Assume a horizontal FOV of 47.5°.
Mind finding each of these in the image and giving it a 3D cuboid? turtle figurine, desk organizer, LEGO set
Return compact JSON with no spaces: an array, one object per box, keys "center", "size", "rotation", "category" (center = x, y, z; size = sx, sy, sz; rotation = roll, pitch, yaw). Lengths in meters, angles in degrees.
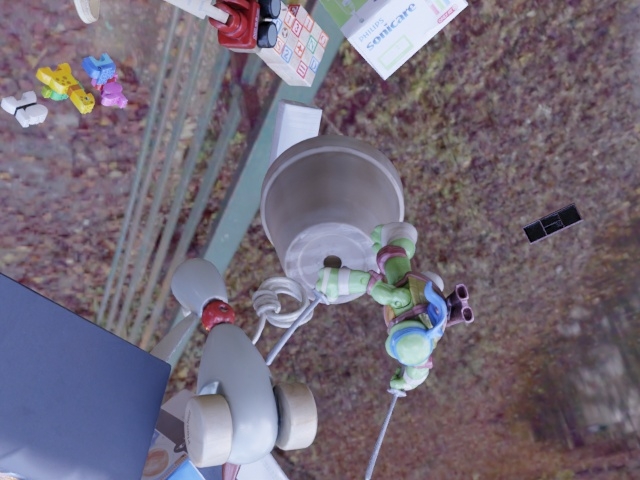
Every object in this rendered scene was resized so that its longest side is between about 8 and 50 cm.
[{"center":[0.069,0.103,0.964],"size":[0.197,0.266,0.275],"rotation":[30,118,-1],"category":"turtle figurine"},{"center":[0.531,-0.038,1.669],"size":[0.130,0.047,0.050],"rotation":[-27,173,18],"category":"desk organizer"},{"center":[-0.409,-0.248,1.241],"size":[0.227,0.093,0.087],"rotation":[-31,169,-45],"category":"LEGO set"}]

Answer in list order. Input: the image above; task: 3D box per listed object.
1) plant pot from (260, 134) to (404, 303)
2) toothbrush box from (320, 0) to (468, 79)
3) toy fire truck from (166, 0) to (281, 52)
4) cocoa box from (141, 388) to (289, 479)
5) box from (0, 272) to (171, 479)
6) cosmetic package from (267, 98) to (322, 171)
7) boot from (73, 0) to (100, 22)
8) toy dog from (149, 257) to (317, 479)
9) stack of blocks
[{"center":[0.026,-0.021,1.525],"size":[0.323,0.280,0.323],"rotation":[0,121,0],"category":"plant pot"},{"center":[0.129,-0.472,1.426],"size":[0.206,0.283,0.122],"rotation":[-41,122,13],"category":"toothbrush box"},{"center":[-0.196,-0.505,1.448],"size":[0.158,0.217,0.246],"rotation":[9,-175,19],"category":"toy fire truck"},{"center":[-0.211,0.423,1.216],"size":[0.228,0.231,0.347],"rotation":[-38,-168,-22],"category":"cocoa box"},{"center":[-0.408,0.167,0.804],"size":[0.312,0.179,0.343],"rotation":[-13,143,34],"category":"box"},{"center":[-0.083,-0.314,2.300],"size":[0.127,0.107,0.238],"rotation":[8,108,-19],"category":"cosmetic package"},{"center":[-0.494,-0.662,1.776],"size":[0.203,0.262,0.095],"rotation":[3,180,3],"category":"boot"},{"center":[-0.129,0.185,0.970],"size":[0.220,0.334,0.161],"rotation":[15,122,-13],"category":"toy dog"},{"center":[-0.108,-0.595,2.102],"size":[0.087,0.171,0.297],"rotation":[12,168,35],"category":"stack of blocks"}]
